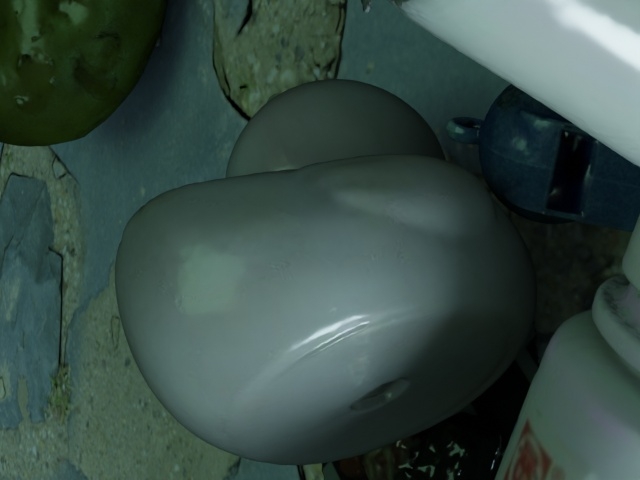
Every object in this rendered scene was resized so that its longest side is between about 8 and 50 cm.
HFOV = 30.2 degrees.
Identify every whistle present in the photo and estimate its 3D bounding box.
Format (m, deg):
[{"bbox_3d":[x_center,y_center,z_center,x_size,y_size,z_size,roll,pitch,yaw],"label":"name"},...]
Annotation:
[{"bbox_3d":[0.143,-0.046,0.629,0.158,0.090,0.090,13,102,14],"label":"whistle"}]

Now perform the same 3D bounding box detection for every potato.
[{"bbox_3d":[-0.224,-0.192,1.046,0.253,0.148,0.186,-45,71,32],"label":"potato"}]

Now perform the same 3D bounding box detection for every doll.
[{"bbox_3d":[0.000,0.000,0.659,0.221,0.251,0.221,3,94,51],"label":"doll"}]

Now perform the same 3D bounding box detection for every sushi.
[{"bbox_3d":[0.048,0.141,0.760,0.219,0.047,0.231,-13,79,51],"label":"sushi"}]

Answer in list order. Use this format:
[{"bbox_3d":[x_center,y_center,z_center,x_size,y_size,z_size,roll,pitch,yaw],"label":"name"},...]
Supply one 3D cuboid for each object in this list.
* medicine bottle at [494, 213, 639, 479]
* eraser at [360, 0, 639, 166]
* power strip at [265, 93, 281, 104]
[{"bbox_3d":[0.161,0.115,0.514,0.170,0.170,0.293,38,119,46],"label":"medicine bottle"},{"bbox_3d":[0.140,-0.214,0.506,0.331,0.150,0.331,-55,18,27],"label":"eraser"},{"bbox_3d":[-0.040,0.025,0.870,0.118,0.046,0.270,53,130,48],"label":"power strip"}]
